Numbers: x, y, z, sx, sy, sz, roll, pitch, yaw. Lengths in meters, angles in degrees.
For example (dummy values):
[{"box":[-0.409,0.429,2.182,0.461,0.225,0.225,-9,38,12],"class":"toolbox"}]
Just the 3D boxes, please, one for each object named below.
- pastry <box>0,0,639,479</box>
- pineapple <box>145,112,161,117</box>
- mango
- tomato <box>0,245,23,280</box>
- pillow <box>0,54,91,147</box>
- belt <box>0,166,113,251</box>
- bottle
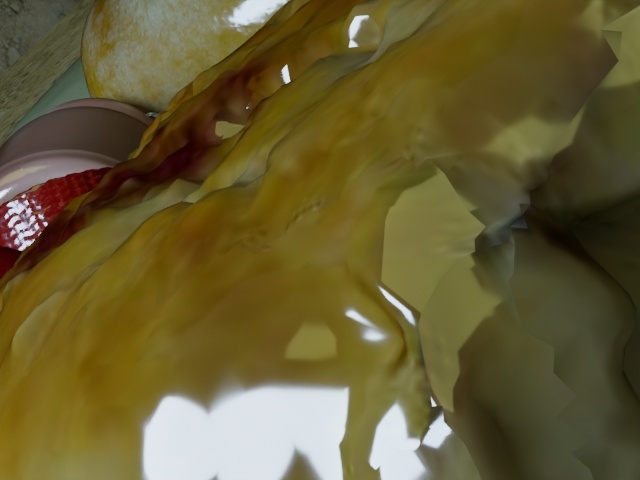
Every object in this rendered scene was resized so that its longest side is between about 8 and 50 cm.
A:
[{"box":[0.080,0.025,0.497,0.409,0.245,0.409,-37,15,12],"class":"pastry"},{"box":[-0.003,-0.004,0.889,0.161,0.158,0.334,-34,16,9],"class":"pineapple"},{"box":[-0.044,-0.201,1.413,0.384,0.199,0.221,-28,18,27],"class":"mango"},{"box":[-0.192,0.128,0.789,0.298,0.226,0.298,-45,6,6],"class":"tomato"},{"box":[-0.211,-0.149,1.754,0.255,0.120,0.322,-19,25,47],"class":"pillow"},{"box":[-0.132,0.045,1.006,0.128,0.124,0.201,-22,-15,-4],"class":"belt"},{"box":[-0.163,-0.015,1.264,0.206,0.173,0.297,-6,16,-2],"class":"bottle"}]
